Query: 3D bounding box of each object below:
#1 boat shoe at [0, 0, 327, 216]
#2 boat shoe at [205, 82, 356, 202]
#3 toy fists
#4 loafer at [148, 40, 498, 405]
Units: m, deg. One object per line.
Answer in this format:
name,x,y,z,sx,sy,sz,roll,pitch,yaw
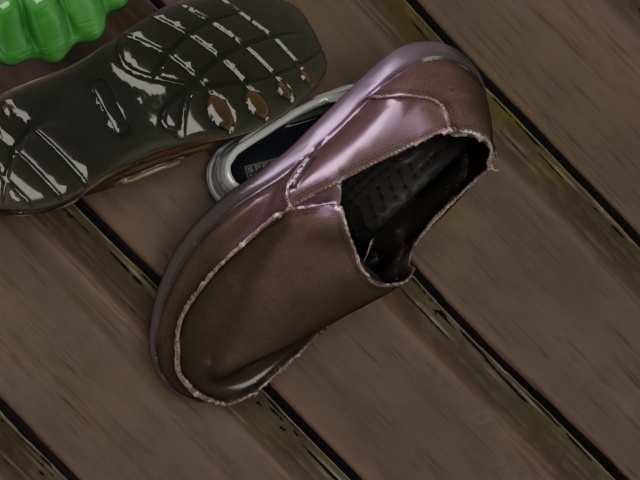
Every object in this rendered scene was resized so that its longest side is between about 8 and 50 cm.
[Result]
boat shoe,-0.154,-0.109,1.605,0.324,0.120,0.122,-22,87,-24
boat shoe,0.031,-0.085,1.661,0.258,0.084,0.095,-25,92,-13
toy fists,-0.290,-0.195,1.557,0.279,0.096,0.142,-11,48,-14
loafer,0.000,0.000,1.572,0.134,0.130,0.366,33,104,-31
